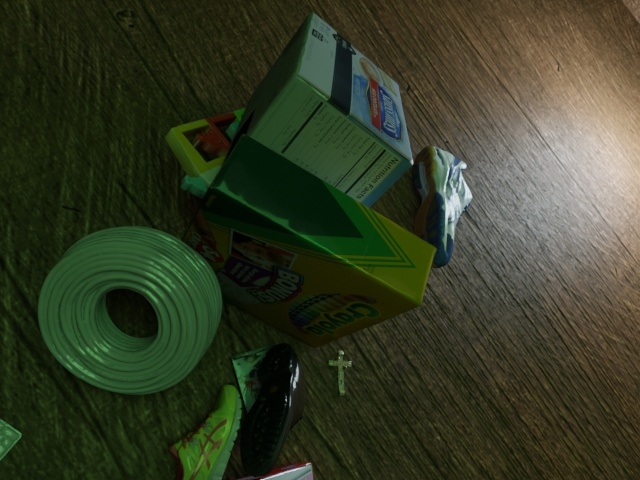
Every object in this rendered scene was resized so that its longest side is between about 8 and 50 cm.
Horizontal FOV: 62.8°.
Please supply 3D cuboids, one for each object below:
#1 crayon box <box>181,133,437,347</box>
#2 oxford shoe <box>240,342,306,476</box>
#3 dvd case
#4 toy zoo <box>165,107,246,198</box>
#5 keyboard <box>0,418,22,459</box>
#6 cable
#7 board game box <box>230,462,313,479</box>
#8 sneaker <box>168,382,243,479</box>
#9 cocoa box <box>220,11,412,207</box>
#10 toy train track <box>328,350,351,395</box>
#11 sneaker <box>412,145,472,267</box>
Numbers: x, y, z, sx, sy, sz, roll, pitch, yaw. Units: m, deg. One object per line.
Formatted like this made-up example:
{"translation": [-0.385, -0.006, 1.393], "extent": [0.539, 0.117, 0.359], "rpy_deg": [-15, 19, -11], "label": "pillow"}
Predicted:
{"translation": [-0.055, 0.034, 0.830], "extent": [0.313, 0.363, 0.106], "rpy_deg": [31, 61, -11], "label": "crayon box"}
{"translation": [-0.062, 0.281, 0.848], "extent": [0.096, 0.083, 0.227], "rpy_deg": [59, 29, -29], "label": "oxford shoe"}
{"translation": [-0.104, 0.252, 0.928], "extent": [0.087, 0.013, 0.119], "rpy_deg": [-11, 75, -28], "label": "dvd case"}
{"translation": [-0.157, -0.148, 0.979], "extent": [0.192, 0.030, 0.293], "rpy_deg": [51, 35, 1], "label": "toy zoo"}
{"translation": [-0.524, 0.350, 0.695], "extent": [0.072, 0.014, 0.256], "rpy_deg": [40, 60, -7], "label": "keyboard"}
{"translation": [-0.281, 0.105, 0.784], "extent": [0.257, 0.089, 0.257], "rpy_deg": [42, 104, -9], "label": "cable"}
{"translation": [-0.112, 0.464, 0.726], "extent": [0.316, 0.064, 0.242], "rpy_deg": [17, 60, -53], "label": "board game box"}
{"translation": [-0.187, 0.322, 0.825], "extent": [0.094, 0.081, 0.208], "rpy_deg": [22, 62, -10], "label": "sneaker"}
{"translation": [-0.003, -0.201, 0.936], "extent": [0.228, 0.231, 0.347], "rpy_deg": [32, 32, -19], "label": "cocoa box"}
{"translation": [0.040, 0.251, 0.994], "extent": [0.048, 0.014, 0.083], "rpy_deg": [8, 68, -22], "label": "toy train track"}
{"translation": [0.289, -0.076, 1.178], "extent": [0.131, 0.112, 0.296], "rpy_deg": [13, 67, -21], "label": "sneaker"}
